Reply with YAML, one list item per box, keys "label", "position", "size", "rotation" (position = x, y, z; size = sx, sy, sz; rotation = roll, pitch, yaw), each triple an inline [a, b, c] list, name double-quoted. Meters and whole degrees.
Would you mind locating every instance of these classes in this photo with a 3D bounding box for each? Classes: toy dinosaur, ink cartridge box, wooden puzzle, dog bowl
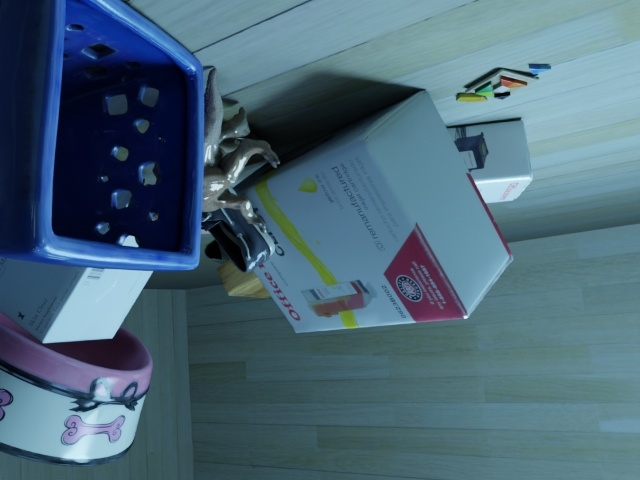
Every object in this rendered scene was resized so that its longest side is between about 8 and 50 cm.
- label: "toy dinosaur"
  position: [-0.173, -0.074, 0.780]
  size: [0.200, 0.127, 0.296]
  rotation: [-18, 158, -22]
- label: "ink cartridge box"
  position: [0.220, -0.121, 1.038]
  size: [0.237, 0.100, 0.172]
  rotation: [-5, 172, 8]
- label: "ink cartridge box"
  position: [0.046, -0.017, 0.937]
  size: [0.384, 0.279, 0.160]
  rotation: [-15, -158, 50]
- label: "wooden puzzle"
  position: [0.237, -0.201, 0.798]
  size: [0.078, 0.014, 0.116]
  rotation: [-2, 171, -21]
- label: "dog bowl"
  position: [-0.474, 0.202, 1.045]
  size: [0.408, 0.150, 0.408]
  rotation: [30, 179, 1]

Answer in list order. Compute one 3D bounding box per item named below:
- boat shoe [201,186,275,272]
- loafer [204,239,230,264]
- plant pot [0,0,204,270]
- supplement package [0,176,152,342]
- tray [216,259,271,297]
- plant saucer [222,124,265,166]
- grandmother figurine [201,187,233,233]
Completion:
- label: "boat shoe"
  position: [-0.156, -0.038, 0.917]
  size: [0.065, 0.206, 0.075]
  rotation: [-48, -168, -33]
- label: "loafer"
  position: [-0.201, 0.024, 1.478]
  size: [0.087, 0.094, 0.251]
  rotation: [-3, 173, -39]
- label: "plant pot"
  position: [-0.258, -0.090, 0.579]
  size: [0.212, 0.236, 0.236]
  rotation: [-1, 174, 19]
- label: "supplement package"
  position: [-0.381, 0.017, 1.003]
  size: [0.145, 0.262, 0.204]
  rotation: [30, 179, 13]
- label: "tray"
  position: [0.000, 0.000, 1.319]
  size: [0.411, 0.076, 0.203]
  rotation: [-29, 164, 14]
- label: "plant saucer"
  position: [-0.161, -0.143, 0.930]
  size: [0.168, 0.029, 0.168]
  rotation: [-4, 171, -1]
- label: "grandmother figurine"
  position: [-0.348, -0.045, 1.284]
  size: [0.342, 0.104, 0.208]
  rotation: [-1, 140, -1]
